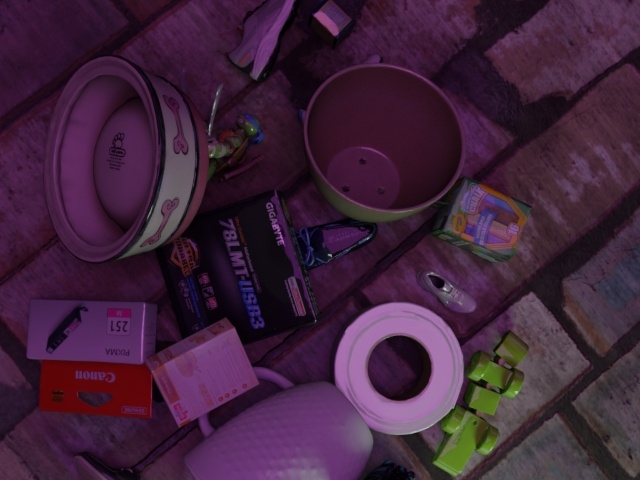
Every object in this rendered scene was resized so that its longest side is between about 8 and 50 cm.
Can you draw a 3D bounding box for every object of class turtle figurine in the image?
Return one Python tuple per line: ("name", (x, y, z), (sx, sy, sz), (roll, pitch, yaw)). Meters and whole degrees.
("turtle figurine", (-0.271, -0.199, 1.860), (0.197, 0.274, 0.266), (34, 87, 32))

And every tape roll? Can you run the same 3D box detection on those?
("tape roll", (0.164, 0.274, 1.914), (0.286, 0.100, 0.286), (1, 85, -6))

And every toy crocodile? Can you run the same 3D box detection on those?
("toy crocodile", (0.349, 0.353, 1.934), (0.115, 0.105, 0.341), (26, 88, -4))

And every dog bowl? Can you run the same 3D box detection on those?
("dog bowl", (-0.386, -0.155, 1.767), (0.150, 0.408, 0.408), (3, 84, -46))

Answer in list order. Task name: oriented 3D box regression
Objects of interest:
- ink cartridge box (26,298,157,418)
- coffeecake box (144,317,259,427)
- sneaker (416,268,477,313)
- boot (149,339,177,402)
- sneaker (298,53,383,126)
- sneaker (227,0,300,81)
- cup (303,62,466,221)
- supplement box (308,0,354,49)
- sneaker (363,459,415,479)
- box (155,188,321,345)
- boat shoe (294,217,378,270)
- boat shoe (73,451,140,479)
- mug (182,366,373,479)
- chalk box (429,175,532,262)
("ink cartridge box", (-0.477, 0.243, 1.825), (0.275, 0.060, 0.239), (0, 85, 17))
("coffeecake box", (-0.239, 0.266, 1.784), (0.185, 0.068, 0.142), (-27, 113, -15))
("sneaker", (0.283, 0.116, 1.957), (0.152, 0.061, 0.054), (32, 82, -4))
("boot", (-0.351, 0.242, 1.888), (0.106, 0.082, 0.219), (-12, 60, -47))
("sneaker", (0.047, -0.334, 1.953), (0.086, 0.085, 0.237), (44, 82, -6))
("sneaker", (-0.116, -0.491, 1.943), (0.108, 0.100, 0.272), (25, 84, 2))
("cup", (0.110, -0.170, 1.853), (0.331, 0.237, 0.331), (3, 69, -9))
("supplement box", (0.024, -0.482, 1.961), (0.083, 0.083, 0.056), (44, 84, -1))
("sneaker", (0.126, 0.508, 1.775), (0.125, 0.341, 0.140), (34, 80, 3))
("box", (-0.179, 0.074, 1.871), (0.293, 0.073, 0.296), (-17, 88, 11))
("boat shoe", (0.000, 0.000, 1.921), (0.258, 0.089, 0.109), (-27, 89, -7))
("boat shoe", (-0.419, 0.520, 1.860), (0.233, 0.084, 0.079), (36, 45, 5))
("mug", (-0.098, 0.419, 1.813), (0.328, 0.276, 0.374), (-35, 60, -17))
("chalk box", (0.329, -0.054, 1.938), (0.213, 0.132, 0.132), (25, 84, -5))
